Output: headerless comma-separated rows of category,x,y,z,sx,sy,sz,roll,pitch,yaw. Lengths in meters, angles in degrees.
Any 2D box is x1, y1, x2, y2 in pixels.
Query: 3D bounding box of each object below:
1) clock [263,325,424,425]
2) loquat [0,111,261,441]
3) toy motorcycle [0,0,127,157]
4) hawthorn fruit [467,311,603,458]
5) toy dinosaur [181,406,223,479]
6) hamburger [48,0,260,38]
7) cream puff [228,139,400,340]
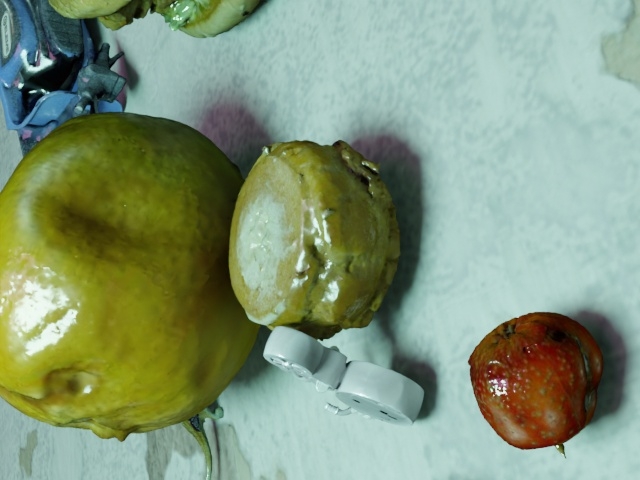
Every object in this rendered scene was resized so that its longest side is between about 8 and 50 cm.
clock,0.014,0.105,0.781,0.041,0.129,0.087,-67,12,-18
loquat,-0.183,0.033,0.924,0.276,0.276,0.284,-40,45,46
toy motorcycle,-0.325,-0.216,1.259,0.212,0.125,0.359,-38,59,45
hawthorn fruit,0.138,0.092,0.643,0.093,0.093,0.093,-3,87,54
toy dinosaur,-0.128,0.164,1.041,0.037,0.058,0.180,-43,68,54
hamburger,-0.149,-0.336,0.959,0.318,0.195,0.277,-14,80,56
cream puff,0.000,0.000,0.803,0.150,0.115,0.165,57,132,38
